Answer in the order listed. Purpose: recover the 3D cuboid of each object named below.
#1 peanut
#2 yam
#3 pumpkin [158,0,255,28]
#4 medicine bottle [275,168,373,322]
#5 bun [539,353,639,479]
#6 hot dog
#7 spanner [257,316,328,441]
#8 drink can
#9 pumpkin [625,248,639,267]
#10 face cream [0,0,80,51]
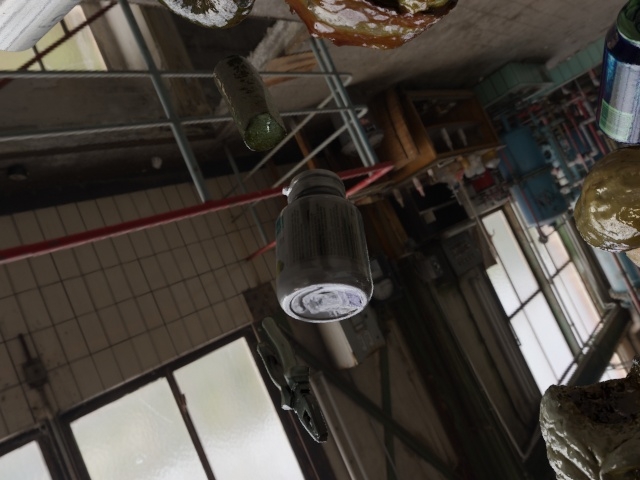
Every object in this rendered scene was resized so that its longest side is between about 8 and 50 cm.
[{"bbox_3d":[0.375,-0.041,0.525,0.120,0.110,0.236,-49,152,14],"label":"peanut"},{"bbox_3d":[-0.103,-0.202,0.630,0.068,0.169,0.068,-19,142,-15],"label":"yam"},{"bbox_3d":[-0.204,-0.464,0.734,0.219,0.162,0.219,5,153,3],"label":"pumpkin"},{"bbox_3d":[0.000,0.000,0.656,0.135,0.215,0.135,-4,145,-3],"label":"medicine bottle"},{"bbox_3d":[0.533,0.360,0.749,0.282,0.281,0.205,-27,-163,28],"label":"bun"},{"bbox_3d":[0.031,-0.196,0.317,0.213,0.146,0.103,-100,-145,-74],"label":"hot dog"},{"bbox_3d":[-0.059,0.256,0.831,0.040,0.095,0.325,5,-162,-27],"label":"spanner"},{"bbox_3d":[0.452,-0.230,0.601,0.118,0.118,0.205,-25,147,14],"label":"drink can"},{"bbox_3d":[0.669,-0.032,0.679,0.232,0.242,0.325,-23,-176,0],"label":"pumpkin"},{"bbox_3d":[-0.254,-0.285,0.420,0.311,0.092,0.092,-11,-176,36],"label":"face cream"}]
